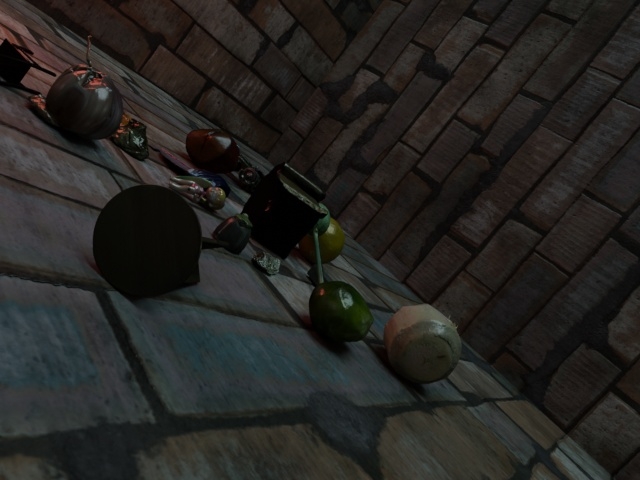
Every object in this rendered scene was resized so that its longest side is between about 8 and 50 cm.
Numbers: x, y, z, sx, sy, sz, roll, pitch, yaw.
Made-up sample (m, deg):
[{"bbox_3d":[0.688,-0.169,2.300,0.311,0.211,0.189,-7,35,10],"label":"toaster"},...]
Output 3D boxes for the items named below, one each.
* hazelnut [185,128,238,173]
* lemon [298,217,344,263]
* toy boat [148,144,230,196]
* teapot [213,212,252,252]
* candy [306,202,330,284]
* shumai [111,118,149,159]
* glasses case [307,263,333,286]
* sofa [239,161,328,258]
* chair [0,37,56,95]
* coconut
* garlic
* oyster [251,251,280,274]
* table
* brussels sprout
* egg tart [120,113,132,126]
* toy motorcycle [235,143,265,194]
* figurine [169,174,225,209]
[{"bbox_3d":[-0.420,-0.355,1.860,0.212,0.181,0.181,30,26,11],"label":"hazelnut"},{"bbox_3d":[0.000,0.000,1.768,0.178,0.178,0.203,39,38,-1],"label":"lemon"},{"bbox_3d":[-0.439,-0.240,1.558,0.318,0.072,0.219,34,6,-9],"label":"toy boat"},{"bbox_3d":[-0.229,-0.034,1.252,0.092,0.091,0.124,33,10,-42],"label":"teapot"},{"bbox_3d":[-0.010,0.029,1.525,0.119,0.119,0.440,34,30,-31],"label":"candy"},{"bbox_3d":[-0.538,-0.301,1.371,0.123,0.087,0.099,39,7,-9],"label":"shumai"},{"bbox_3d":[0.029,0.157,1.490,0.071,0.047,0.205,38,7,-39],"label":"glasses case"},{"bbox_3d":[-0.121,-0.102,1.529,0.200,0.258,0.182,35,23,-20],"label":"sofa"},{"bbox_3d":[-0.756,-0.425,1.128,0.101,0.084,0.212,42,9,1],"label":"chair"},{"bbox_3d":[0.286,0.285,1.357,0.224,0.224,0.234,37,21,-9],"label":"coconut"},{"bbox_3d":[-0.603,-0.368,1.146,0.207,0.207,0.257,-42,118,-82],"label":"garlic"},{"bbox_3d":[-0.142,0.061,1.297,0.098,0.037,0.100,34,10,-25],"label":"oyster"},{"bbox_3d":[-0.250,0.007,0.805,0.167,0.167,0.227,40,-1,6],"label":"table"},{"bbox_3d":[0.049,0.176,1.158,0.161,0.144,0.181,21,-23,23],"label":"brussels sprout"},{"bbox_3d":[-0.618,-0.369,1.525,0.129,0.049,0.129,40,8,-6],"label":"egg tart"},{"bbox_3d":[-0.365,-0.327,2.168,0.275,0.127,0.205,46,10,2],"label":"toy motorcycle"},{"bbox_3d":[-0.361,-0.142,1.396,0.187,0.083,0.083,17,19,-35],"label":"figurine"}]
